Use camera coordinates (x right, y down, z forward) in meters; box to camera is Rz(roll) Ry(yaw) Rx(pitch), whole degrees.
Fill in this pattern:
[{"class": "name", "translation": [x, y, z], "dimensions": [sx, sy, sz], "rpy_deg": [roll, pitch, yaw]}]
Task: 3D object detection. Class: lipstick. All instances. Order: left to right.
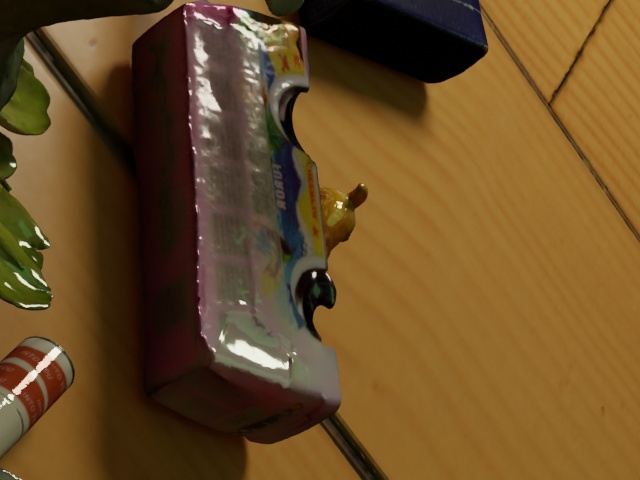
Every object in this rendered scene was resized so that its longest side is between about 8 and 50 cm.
[{"class": "lipstick", "translation": [-0.180, 0.100, 0.981], "dimensions": [0.038, 0.038, 0.130], "rpy_deg": [55, 37, -11]}]

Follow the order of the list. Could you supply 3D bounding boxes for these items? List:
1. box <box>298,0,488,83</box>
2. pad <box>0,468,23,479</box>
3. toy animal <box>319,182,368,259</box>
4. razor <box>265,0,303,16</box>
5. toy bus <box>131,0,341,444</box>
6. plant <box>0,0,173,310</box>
[{"class": "box", "translation": [0.041, -0.263, 1.451], "dimensions": [0.168, 0.071, 0.259], "rpy_deg": [17, 57, -45]}, {"class": "pad", "translation": [-0.151, 0.240, 0.910], "dimensions": [0.159, 0.009, 0.265], "rpy_deg": [32, 41, -5]}, {"class": "toy animal", "translation": [0.000, 0.000, 1.242], "dimensions": [0.060, 0.081, 0.083], "rpy_deg": [56, 16, -15]}, {"class": "razor", "translation": [-0.064, -0.237, 1.258], "dimensions": [0.106, 0.068, 0.232], "rpy_deg": [19, 36, -43]}, {"class": "toy bus", "translation": [-0.057, -0.014, 1.163], "dimensions": [0.112, 0.090, 0.274], "rpy_deg": [16, 57, -38]}, {"class": "plant", "translation": [-0.233, -0.088, 0.913], "dimensions": [0.261, 0.297, 0.306], "rpy_deg": [-4, 87, -20]}]
